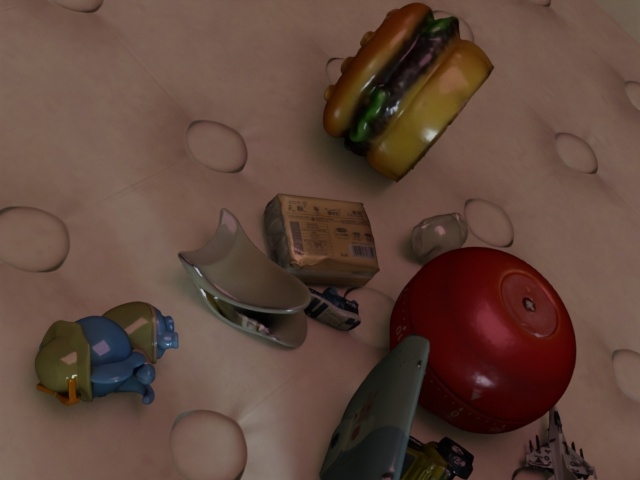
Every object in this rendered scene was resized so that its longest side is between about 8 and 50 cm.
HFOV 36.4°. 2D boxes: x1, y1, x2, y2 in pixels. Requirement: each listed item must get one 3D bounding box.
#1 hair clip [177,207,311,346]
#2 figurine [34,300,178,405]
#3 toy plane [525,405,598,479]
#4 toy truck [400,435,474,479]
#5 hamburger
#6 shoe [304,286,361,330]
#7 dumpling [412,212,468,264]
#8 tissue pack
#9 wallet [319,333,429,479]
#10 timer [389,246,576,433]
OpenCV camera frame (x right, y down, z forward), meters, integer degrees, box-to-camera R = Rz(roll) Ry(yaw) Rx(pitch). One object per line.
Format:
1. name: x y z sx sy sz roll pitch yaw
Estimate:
1. hair clip: -0.130 0.088 1.876 0.282 0.113 0.172 34 45 3
2. figurine: -0.346 0.189 1.627 0.262 0.154 0.180 -10 50 -32
3. toy plane: 0.487 0.436 2.001 0.160 0.082 0.234 12 35 -10
4. toy truck: 0.169 0.405 1.733 0.165 0.224 0.147 34 89 11
5. hamburger: 0.181 -0.346 2.201 0.277 0.396 0.396 38 45 0
6. shoe: 0.019 0.127 1.957 0.143 0.064 0.071 24 48 -17
7. dumpling: 0.268 0.012 2.192 0.169 0.100 0.134 -26 108 -64
8. tissue pack: 0.000 0.000 2.027 0.222 0.090 0.186 2 57 -28
9. wallet: 0.082 0.349 1.689 0.083 0.252 0.360 31 49 -11
10. timer: 0.330 0.194 1.947 0.378 0.279 0.378 19 47 -22
